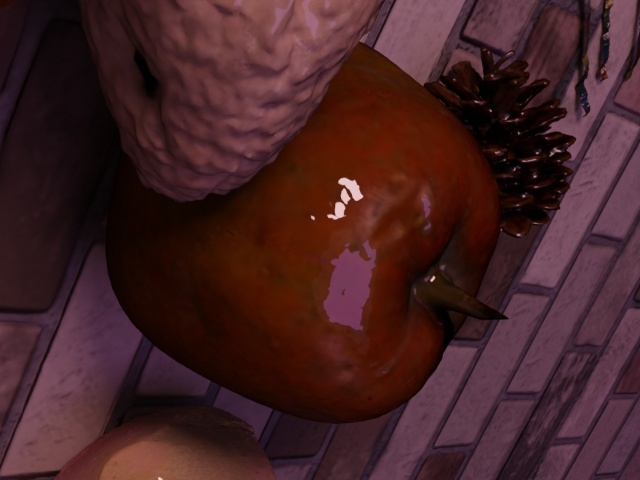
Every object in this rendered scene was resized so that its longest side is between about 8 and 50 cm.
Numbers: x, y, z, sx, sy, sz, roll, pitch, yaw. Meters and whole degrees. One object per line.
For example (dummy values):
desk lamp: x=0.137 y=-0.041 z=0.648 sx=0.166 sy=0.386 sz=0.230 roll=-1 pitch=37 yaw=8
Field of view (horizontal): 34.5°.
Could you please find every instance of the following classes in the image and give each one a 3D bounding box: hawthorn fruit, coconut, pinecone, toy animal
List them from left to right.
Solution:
coconut: x=-0.123 y=0.262 z=0.861 sx=0.233 sy=0.233 sz=0.245 roll=-35 pitch=140 yaw=-21
toy animal: x=-0.048 y=-0.209 z=0.548 sx=0.188 sy=0.226 sz=0.358 roll=-7 pitch=86 yaw=-24
hawthorn fruit: x=0.000 y=0.000 z=0.726 sx=0.268 sy=0.301 sz=0.267 roll=-24 pitch=129 yaw=-34
pinecone: x=0.151 y=-0.091 z=0.931 sx=0.163 sy=0.163 sz=0.165 roll=-14 pitch=113 yaw=-38

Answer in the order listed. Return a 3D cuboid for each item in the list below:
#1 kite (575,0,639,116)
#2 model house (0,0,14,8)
kite: x=0.311 y=-0.281 z=1.046 sx=0.169 sy=0.015 sz=0.310 roll=-35 pitch=136 yaw=-22
model house: x=-0.207 y=-0.150 z=0.503 sx=0.219 sy=0.136 sz=0.207 roll=-4 pitch=135 yaw=-47
